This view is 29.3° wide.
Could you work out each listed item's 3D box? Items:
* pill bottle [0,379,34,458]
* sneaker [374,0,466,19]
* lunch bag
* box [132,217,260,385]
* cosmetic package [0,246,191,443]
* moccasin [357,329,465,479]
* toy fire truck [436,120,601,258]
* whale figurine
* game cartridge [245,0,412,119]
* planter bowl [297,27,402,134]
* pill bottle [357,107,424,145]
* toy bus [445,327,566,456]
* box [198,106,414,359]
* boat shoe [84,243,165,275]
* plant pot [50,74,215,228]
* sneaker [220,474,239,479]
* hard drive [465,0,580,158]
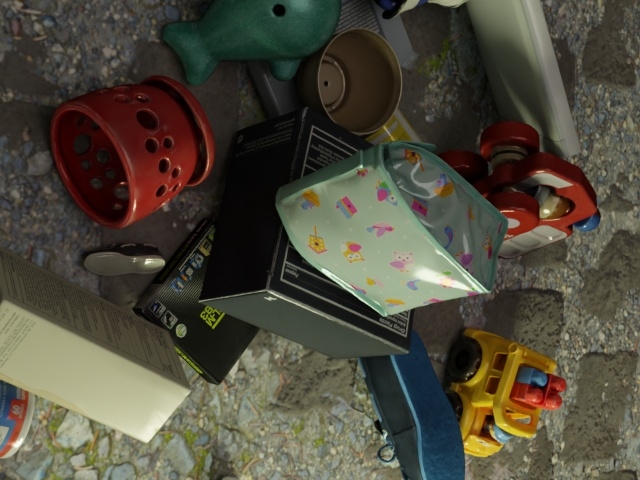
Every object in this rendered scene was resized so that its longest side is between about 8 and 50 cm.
[{"bbox_3d":[-0.502,0.210,1.612,0.221,0.124,0.124,18,83,-36],"label":"pill bottle"},{"bbox_3d":[0.154,-0.437,1.977,0.182,0.315,0.127,-25,88,3],"label":"sneaker"},{"bbox_3d":[0.093,-0.029,1.704,0.262,0.223,0.160,39,53,-28],"label":"lunch bag"},{"bbox_3d":[-0.168,0.094,1.889,0.184,0.045,0.190,48,66,-25],"label":"box"},{"bbox_3d":[-0.344,0.143,1.684,0.309,0.160,0.113,33,103,-32],"label":"cosmetic package"},{"bbox_3d":[0.154,0.298,2.098,0.138,0.117,0.342,-24,102,-45],"label":"moccasin"},{"bbox_3d":[0.339,-0.061,2.096,0.254,0.302,0.169,20,60,-32],"label":"toy fire truck"},{"bbox_3d":[-0.101,-0.324,1.796,0.272,0.141,0.216,-25,107,9],"label":"whale figurine"},{"bbox_3d":[0.012,-0.309,1.986,0.297,0.062,0.198,-34,116,-29],"label":"game cartridge"},{"bbox_3d":[0.032,-0.245,1.907,0.162,0.109,0.162,-3,95,-35],"label":"planter bowl"},{"bbox_3d":[0.123,-0.144,2.042,0.103,0.103,0.184,-49,116,-22],"label":"pill bottle"},{"bbox_3d":[0.329,0.282,2.158,0.149,0.211,0.220,24,81,-36],"label":"toy bus"},{"bbox_3d":[0.000,0.000,1.886,0.296,0.183,0.294,27,64,-36],"label":"box"},{"bbox_3d":[-0.291,0.023,1.803,0.125,0.038,0.046,-1,136,-30],"label":"boat shoe"},{"bbox_3d":[-0.258,-0.135,1.724,0.174,0.191,0.191,-32,111,-35],"label":"plant pot"},{"bbox_3d":[-0.142,0.447,1.926,0.054,0.061,0.152,9,87,-34],"label":"sneaker"},{"bbox_3d":[0.330,-0.328,2.086,0.047,0.233,0.353,-24,113,-10],"label":"hard drive"}]
